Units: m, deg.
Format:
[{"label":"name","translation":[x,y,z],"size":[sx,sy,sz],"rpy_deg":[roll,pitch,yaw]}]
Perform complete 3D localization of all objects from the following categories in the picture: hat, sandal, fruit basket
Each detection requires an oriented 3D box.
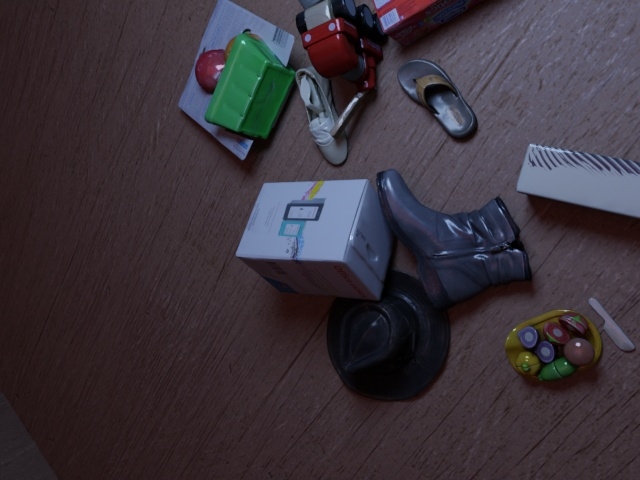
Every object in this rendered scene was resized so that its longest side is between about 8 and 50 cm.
[{"label":"hat","translation":[0.120,0.226,1.146],"size":[0.332,0.134,0.330],"rpy_deg":[3,95,31]},{"label":"sandal","translation":[0.243,-0.304,1.071],"size":[0.090,0.060,0.219],"rpy_deg":[-41,73,27]},{"label":"fruit basket","translation":[-0.227,-0.428,1.327],"size":[0.353,0.166,0.326],"rpy_deg":[43,115,39]}]

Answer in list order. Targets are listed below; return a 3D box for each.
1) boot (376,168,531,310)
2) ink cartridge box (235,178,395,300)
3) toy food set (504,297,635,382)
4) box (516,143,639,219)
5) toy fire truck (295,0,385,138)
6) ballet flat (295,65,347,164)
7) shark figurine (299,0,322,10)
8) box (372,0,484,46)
[{"label":"boot","translation":[0.277,-0.039,1.053],"size":[0.223,0.118,0.337],"rpy_deg":[-30,89,27]},{"label":"ink cartridge box","translation":[0.000,0.000,1.126],"size":[0.270,0.198,0.197],"rpy_deg":[2,62,31]},{"label":"toy food set","translation":[0.457,0.202,0.968],"size":[0.218,0.071,0.128],"rpy_deg":[-34,76,29]},{"label":"box","translation":[0.504,-0.098,0.895],"size":[0.275,0.113,0.094],"rpy_deg":[17,101,28]},{"label":"toy fire truck","translation":[0.048,-0.364,1.097],"size":[0.159,0.217,0.246],"rpy_deg":[-11,88,32]},{"label":"ballet flat","translation":[-0.004,-0.301,1.214],"size":[0.086,0.086,0.248],"rpy_deg":[-20,83,31]},{"label":"shark figurine","translation":[0.070,-0.602,1.141],"size":[0.278,0.116,0.166],"rpy_deg":[-53,33,15]},{"label":"box","translation":[0.240,-0.523,1.021],"size":[0.257,0.123,0.128],"rpy_deg":[-22,82,31]}]
